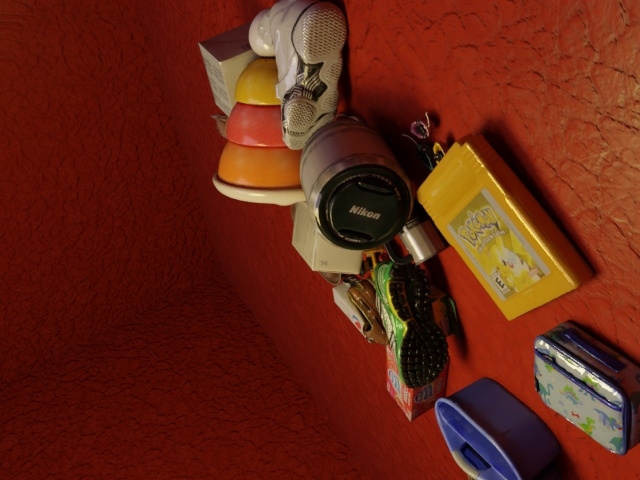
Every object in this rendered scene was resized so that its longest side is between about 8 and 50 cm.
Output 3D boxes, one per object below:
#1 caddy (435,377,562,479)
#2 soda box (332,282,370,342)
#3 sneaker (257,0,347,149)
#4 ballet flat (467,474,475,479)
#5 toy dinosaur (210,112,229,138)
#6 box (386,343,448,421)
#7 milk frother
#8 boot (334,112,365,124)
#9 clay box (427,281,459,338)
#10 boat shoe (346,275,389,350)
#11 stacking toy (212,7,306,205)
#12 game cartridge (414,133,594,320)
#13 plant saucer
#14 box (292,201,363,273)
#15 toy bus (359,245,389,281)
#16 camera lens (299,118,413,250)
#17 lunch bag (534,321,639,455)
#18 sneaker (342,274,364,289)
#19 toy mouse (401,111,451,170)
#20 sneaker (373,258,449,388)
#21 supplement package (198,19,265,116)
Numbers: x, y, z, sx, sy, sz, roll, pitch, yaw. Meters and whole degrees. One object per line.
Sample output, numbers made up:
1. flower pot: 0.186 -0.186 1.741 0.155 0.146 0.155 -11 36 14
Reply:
1. caddy: 0.403 0.488 1.667 0.341 0.179 0.241 39 152 52
2. soda box: 0.125 0.224 2.268 0.216 0.069 0.073 46 157 41
3. sneaker: -0.051 -0.408 1.657 0.210 0.138 0.365 53 143 40
4. ballet flat: 0.442 0.631 1.916 0.124 0.116 0.342 -94 -21 -82
5. toy dinosaur: -0.227 -0.340 2.196 0.127 0.296 0.200 32 -113 -76
6. box: 0.268 0.377 1.986 0.128 0.123 0.256 51 160 36
7. milk frother: 0.214 -0.016 1.635 0.134 0.129 0.143 62 -154 4
8. boot: 0.042 -0.272 1.738 0.059 0.085 0.158 65 165 -14
9. clay box: 0.263 0.163 1.799 0.222 0.053 0.127 38 149 55
10. boat shoe: 0.173 0.261 2.121 0.307 0.105 0.111 64 163 -4
11. stacking toy: -0.113 -0.355 1.844 0.351 0.351 0.479 33 128 58
12. game cartridge: 0.320 -0.017 1.315 0.323 0.053 0.285 52 161 9
13. plant saucer: 0.000 0.000 2.330 0.310 0.050 0.310 53 160 29
14. box: 0.016 -0.020 1.808 0.311 0.121 0.147 -132 50 -73
15. toy bus: 0.118 0.034 1.862 0.202 0.105 0.190 -118 23 -77
16. camera lens: 0.071 -0.124 1.541 0.274 0.220 0.219 -105 -1 -58
17. lunch bag: 0.478 0.256 1.257 0.219 0.090 0.176 40 149 50
18. sneaker: 0.119 0.152 2.227 0.058 0.052 0.135 59 173 -23
19. toy mouse: 0.216 -0.198 1.422 0.143 0.031 0.161 38 155 53
20. sneaker: 0.215 0.199 1.729 0.146 0.134 0.343 -153 50 -68
21. supplement package: -0.201 -0.467 1.960 0.149 0.194 0.203 48 158 42
